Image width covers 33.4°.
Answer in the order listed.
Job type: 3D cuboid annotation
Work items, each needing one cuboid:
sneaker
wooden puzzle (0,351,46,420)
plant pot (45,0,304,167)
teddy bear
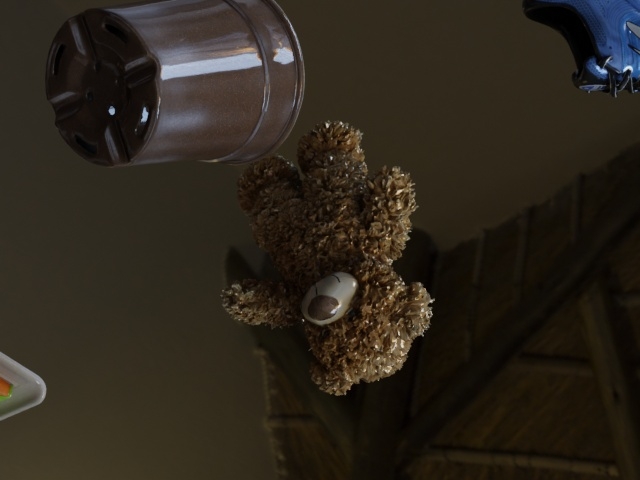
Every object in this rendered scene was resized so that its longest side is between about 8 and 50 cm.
[{"bbox_3d":[0.368,-0.202,1.228,0.330,0.130,0.147,42,-100,12],"label":"sneaker"},{"bbox_3d":[-0.507,0.176,1.352,0.221,0.238,0.044,-24,-139,22],"label":"wooden puzzle"},{"bbox_3d":[-0.128,-0.133,0.895,0.167,0.165,0.166,10,-72,33],"label":"plant pot"},{"bbox_3d":[0.000,0.000,1.185,0.245,0.113,0.337,-10,-126,15],"label":"teddy bear"}]
